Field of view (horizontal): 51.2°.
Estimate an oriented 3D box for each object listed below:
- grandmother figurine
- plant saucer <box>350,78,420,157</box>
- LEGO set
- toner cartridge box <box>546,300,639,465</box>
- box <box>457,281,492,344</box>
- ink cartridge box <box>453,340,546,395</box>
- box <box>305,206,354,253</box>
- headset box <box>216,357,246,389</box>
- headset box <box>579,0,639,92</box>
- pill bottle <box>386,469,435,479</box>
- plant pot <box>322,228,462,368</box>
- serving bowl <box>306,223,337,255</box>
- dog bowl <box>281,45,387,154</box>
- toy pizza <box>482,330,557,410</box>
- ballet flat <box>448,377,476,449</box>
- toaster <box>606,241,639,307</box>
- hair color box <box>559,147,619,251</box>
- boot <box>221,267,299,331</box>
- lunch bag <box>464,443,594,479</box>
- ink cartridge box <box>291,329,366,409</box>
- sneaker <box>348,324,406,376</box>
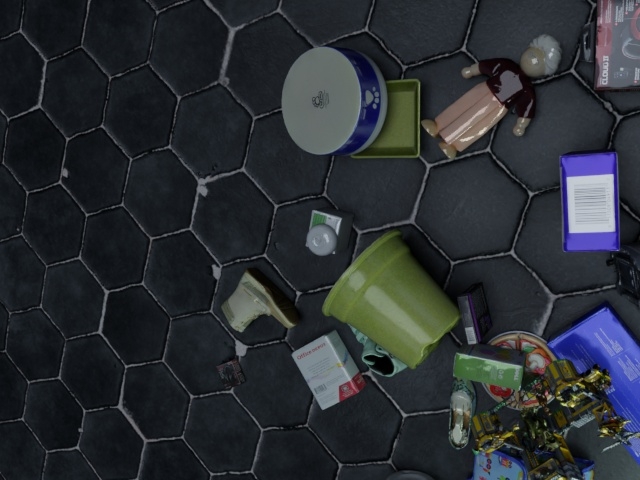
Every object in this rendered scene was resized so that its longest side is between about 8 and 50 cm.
[{"bbox_3d":[0.409,-0.332,1.535,0.342,0.104,0.208,-42,89,25],"label":"grandmother figurine"},{"bbox_3d":[0.167,-0.301,1.664,0.188,0.045,0.188,3,99,29],"label":"plant saucer"},{"bbox_3d":[0.506,0.429,1.433,0.331,0.255,0.192,-38,38,21],"label":"LEGO set"},{"bbox_3d":[0.692,0.326,1.517,0.165,0.075,0.348,-39,81,25],"label":"toner cartridge box"},{"bbox_3d":[0.369,0.171,1.588,0.029,0.162,0.116,-12,92,28],"label":"box"},{"bbox_3d":[0.428,0.297,1.572,0.209,0.109,0.062,9,102,21],"label":"ink cartridge box"},{"bbox_3d":[0.025,-0.027,1.741,0.087,0.102,0.101,16,103,19],"label":"box"},{"bbox_3d":[-0.265,0.389,1.965,0.062,0.032,0.083,-22,90,25],"label":"headset box"},{"bbox_3d":[0.696,-0.423,1.387,0.293,0.110,0.218,2,98,23],"label":"headset box"},{"bbox_3d":[0.233,0.744,1.743,0.136,0.136,0.246,6,100,23],"label":"pill bottle"},{"bbox_3d":[0.189,0.157,1.593,0.254,0.276,0.276,42,111,16],"label":"plant pot"},{"bbox_3d":[0.000,0.000,1.684,0.083,0.027,0.083,4,100,23],"label":"serving bowl"},{"bbox_3d":[0.030,-0.343,1.652,0.265,0.104,0.265,7,100,41],"label":"dog bowl"},{"bbox_3d":[0.485,0.321,1.629,0.201,0.032,0.201,4,99,23],"label":"toy pizza"},{"bbox_3d":[0.356,0.440,1.685,0.070,0.070,0.188,2,98,23],"label":"ballet flat"},{"bbox_3d":[0.714,0.064,1.409,0.146,0.227,0.129,-11,94,7],"label":"toaster"},{"bbox_3d":[0.556,-0.092,1.370,0.110,0.339,0.185,-1,97,25],"label":"hair color box"},{"bbox_3d":[-0.173,0.204,1.875,0.213,0.077,0.165,45,111,17],"label":"boot"},{"bbox_3d":[0.497,0.624,1.634,0.293,0.138,0.221,7,100,35],"label":"lunch bag"},{"bbox_3d":[0.023,0.348,1.811,0.127,0.072,0.175,-32,84,24],"label":"ink cartridge box"},{"bbox_3d":[0.123,0.238,1.710,0.256,0.151,0.094,43,113,14],"label":"sneaker"}]
